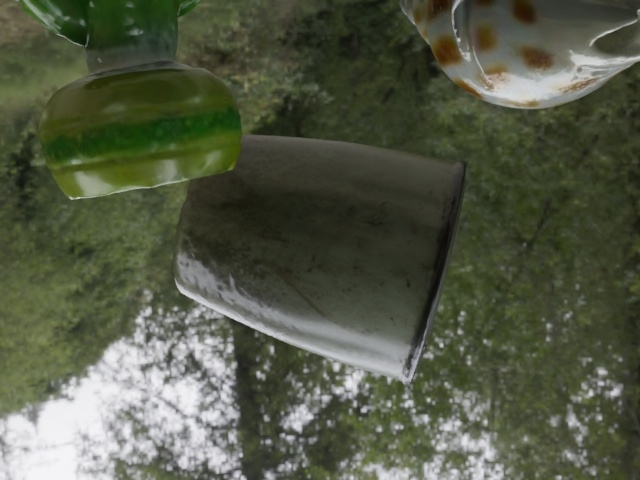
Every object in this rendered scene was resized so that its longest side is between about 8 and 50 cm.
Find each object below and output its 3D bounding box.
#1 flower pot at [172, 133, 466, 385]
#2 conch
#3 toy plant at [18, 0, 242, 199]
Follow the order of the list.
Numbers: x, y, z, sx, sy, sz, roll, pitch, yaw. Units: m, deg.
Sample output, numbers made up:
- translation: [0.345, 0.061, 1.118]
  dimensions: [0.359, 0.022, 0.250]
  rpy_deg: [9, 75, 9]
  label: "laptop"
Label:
- translation: [0.000, 0.000, 1.122]
  dimensions: [0.330, 0.293, 0.293]
  rpy_deg: [16, -162, 6]
  label: "flower pot"
- translation: [0.171, -0.195, 0.694]
  dimensions: [0.275, 0.183, 0.149]
  rpy_deg: [-10, -133, 36]
  label: "conch"
- translation: [-0.187, -0.204, 0.800]
  dimensions: [0.224, 0.316, 0.184]
  rpy_deg: [-13, -172, -35]
  label: "toy plant"
